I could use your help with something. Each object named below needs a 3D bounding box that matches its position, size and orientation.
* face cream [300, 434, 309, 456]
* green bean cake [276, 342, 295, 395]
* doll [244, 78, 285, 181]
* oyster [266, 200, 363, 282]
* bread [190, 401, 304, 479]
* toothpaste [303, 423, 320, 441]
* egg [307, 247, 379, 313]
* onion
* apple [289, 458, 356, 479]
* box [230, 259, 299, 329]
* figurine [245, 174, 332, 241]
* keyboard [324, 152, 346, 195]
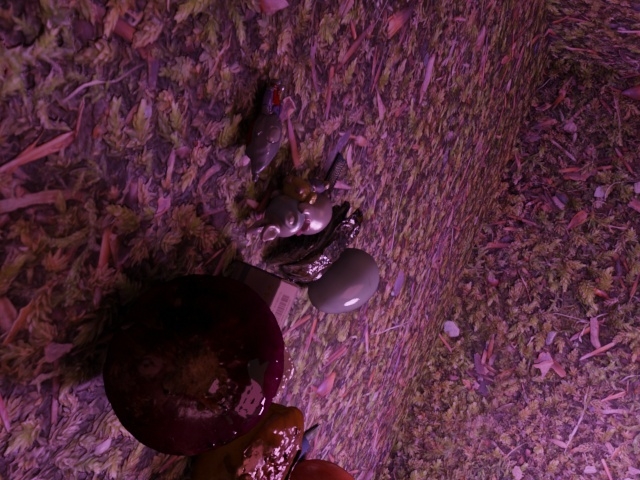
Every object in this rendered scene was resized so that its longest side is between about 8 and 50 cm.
[{"bbox_3d":[-0.176,0.755,2.021,0.385,0.086,0.135,-34,138,-44],"label":"face cream"},{"bbox_3d":[-0.141,0.347,1.767,0.109,0.085,0.179,-54,150,-26],"label":"green bean cake"},{"bbox_3d":[-0.119,-0.237,1.380,0.102,0.075,0.227,45,56,-73],"label":"doll"},{"bbox_3d":[-0.003,0.005,1.725,0.351,0.158,0.162,-33,126,-36],"label":"oyster"},{"bbox_3d":[-0.195,0.596,1.722,0.358,0.204,0.336,-4,110,-67],"label":"bread"},{"bbox_3d":[-0.045,0.714,2.311,0.197,0.029,0.048,-2,111,-66],"label":"toothpaste"},{"bbox_3d":[0.067,0.123,1.898,0.264,0.183,0.182,-31,136,-43],"label":"egg"},{"bbox_3d":[-0.248,0.237,1.263,0.347,0.348,0.385,-64,-172,-11],"label":"onion"},{"bbox_3d":[0.002,0.975,2.255,0.364,0.364,0.363,-44,145,-42],"label":"apple"},{"bbox_3d":[-0.187,0.229,1.451,0.065,0.200,0.343,26,85,-38],"label":"box"},{"bbox_3d":[-0.071,-0.075,1.540,0.236,0.127,0.155,-13,139,-57],"label":"figurine"},{"bbox_3d":[0.025,-0.161,1.795,0.176,0.014,0.055,-63,151,-13],"label":"keyboard"}]
